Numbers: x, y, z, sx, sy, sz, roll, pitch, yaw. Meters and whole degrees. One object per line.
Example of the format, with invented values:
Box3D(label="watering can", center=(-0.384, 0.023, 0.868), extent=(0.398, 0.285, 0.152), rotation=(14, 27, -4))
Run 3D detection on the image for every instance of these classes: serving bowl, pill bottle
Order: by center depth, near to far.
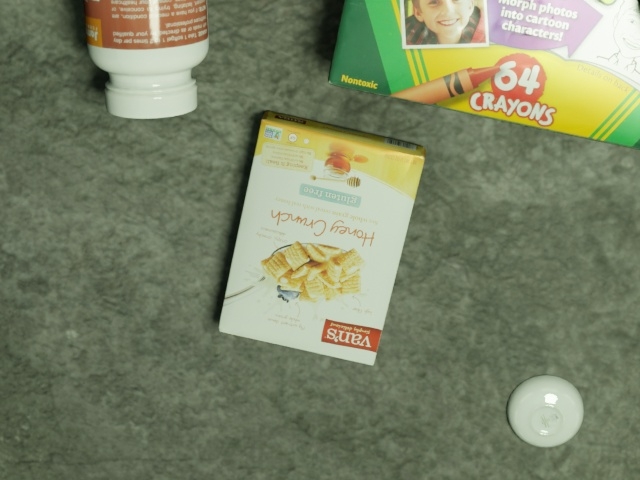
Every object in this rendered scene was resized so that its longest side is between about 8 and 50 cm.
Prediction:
Box3D(label="pill bottle", center=(-0.170, -0.234, 1.441), extent=(0.121, 0.121, 0.216), rotation=(0, 108, 5))
Box3D(label="serving bowl", center=(0.243, 0.188, 1.593), extent=(0.083, 0.027, 0.083), rotation=(1, 108, 4))

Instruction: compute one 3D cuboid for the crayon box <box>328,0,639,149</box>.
Box3D(label="crayon box", center=(0.216, -0.270, 1.404), extent=(0.363, 0.106, 0.313), rotation=(12, 109, 1))

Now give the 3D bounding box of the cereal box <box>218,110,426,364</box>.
Box3D(label="cereal box", center=(0.000, 0.000, 1.542), extent=(0.173, 0.047, 0.240), rotation=(12, 109, 1))

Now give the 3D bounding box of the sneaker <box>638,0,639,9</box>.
Box3D(label="sneaker", center=(0.292, -0.235, 1.309), extent=(0.228, 0.087, 0.130), rotation=(20, 101, -9))
